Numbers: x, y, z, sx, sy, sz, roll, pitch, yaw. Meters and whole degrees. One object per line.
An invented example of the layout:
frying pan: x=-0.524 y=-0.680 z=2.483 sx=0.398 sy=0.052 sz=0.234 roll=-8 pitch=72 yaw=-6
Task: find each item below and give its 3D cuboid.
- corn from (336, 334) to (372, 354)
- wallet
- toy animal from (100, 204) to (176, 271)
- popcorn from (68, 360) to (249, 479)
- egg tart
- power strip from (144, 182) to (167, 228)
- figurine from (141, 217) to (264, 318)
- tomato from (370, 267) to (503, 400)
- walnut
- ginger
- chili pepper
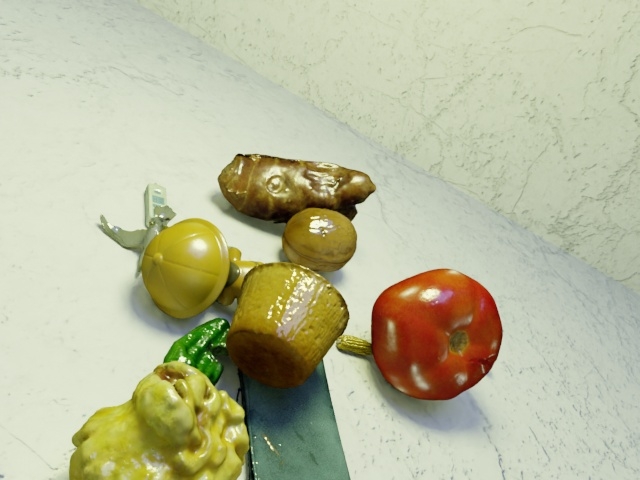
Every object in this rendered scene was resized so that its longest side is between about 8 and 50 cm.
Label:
corn: x=0.079 y=0.237 z=1.201 sx=0.092 sy=0.037 sz=0.037 roll=23 pitch=28 yaw=-24
wallet: x=-0.056 y=0.297 z=0.953 sx=0.190 sy=0.046 sz=0.379 roll=17 pitch=32 yaw=-24
toy animal: x=-0.353 y=-0.006 z=1.098 sx=0.219 sy=0.095 sz=0.155 roll=22 pitch=25 yaw=-16
popcorn: x=-0.201 y=0.267 z=0.688 sx=0.226 sy=0.203 sz=0.200 roll=20 pitch=26 yaw=-11
egg tart: x=-0.067 y=0.152 z=0.942 sx=0.215 sy=0.215 sz=0.171 roll=31 pitch=46 yaw=-1
power strip: x=-0.389 y=-0.084 z=1.256 sx=0.047 sy=0.030 sz=0.191 roll=16 pitch=32 yaw=-29
figurine: x=-0.217 y=0.060 z=1.038 sx=0.256 sy=0.167 sz=0.192 roll=13 pitch=63 yaw=-35
tomato: x=0.241 y=0.198 z=1.183 sx=0.298 sy=0.299 sz=0.226 roll=20 pitch=1 yaw=-22
walnut: x=0.000 y=0.000 z=1.366 sx=0.207 sy=0.167 sz=0.167 roll=7 pitch=36 yaw=-25
ginger: x=-0.077 y=-0.121 z=1.476 sx=0.418 sy=0.254 sz=0.176 roll=3 pitch=65 yaw=-13
chili pepper: x=-0.214 y=0.208 z=0.906 sx=0.099 sy=0.083 sz=0.253 roll=31 pitch=23 yaw=-4
